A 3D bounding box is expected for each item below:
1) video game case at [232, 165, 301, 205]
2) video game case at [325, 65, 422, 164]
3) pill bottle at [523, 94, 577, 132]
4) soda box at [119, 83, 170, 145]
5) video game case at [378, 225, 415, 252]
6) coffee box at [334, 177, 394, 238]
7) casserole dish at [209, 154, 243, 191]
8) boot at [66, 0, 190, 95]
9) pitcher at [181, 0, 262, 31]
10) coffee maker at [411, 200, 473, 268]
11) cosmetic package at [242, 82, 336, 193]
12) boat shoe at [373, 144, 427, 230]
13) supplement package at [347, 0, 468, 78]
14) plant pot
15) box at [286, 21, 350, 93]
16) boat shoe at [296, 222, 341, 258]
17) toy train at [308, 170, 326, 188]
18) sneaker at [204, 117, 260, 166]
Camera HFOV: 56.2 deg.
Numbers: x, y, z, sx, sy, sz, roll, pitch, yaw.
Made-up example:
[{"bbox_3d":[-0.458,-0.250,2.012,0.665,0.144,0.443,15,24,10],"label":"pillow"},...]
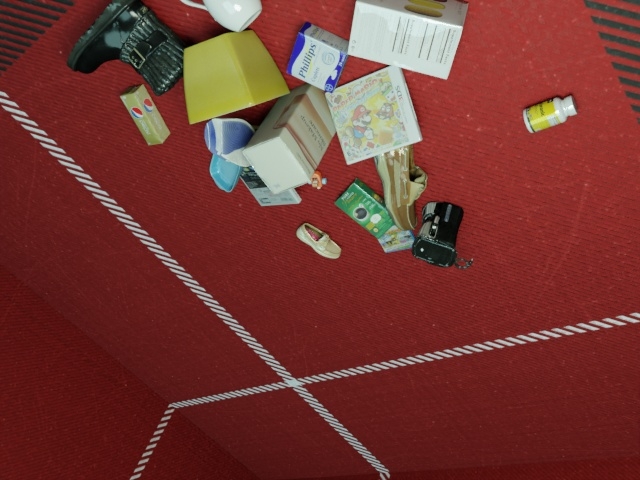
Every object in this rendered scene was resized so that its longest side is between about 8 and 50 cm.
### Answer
[{"bbox_3d":[-0.171,-0.183,1.900,0.190,0.022,0.173,0,135,46],"label":"video game case"},{"bbox_3d":[0.139,-0.332,1.596,0.226,0.026,0.207,-14,97,33],"label":"video game case"},{"bbox_3d":[0.567,-0.314,1.478,0.116,0.065,0.065,-17,124,33],"label":"pill bottle"},{"bbox_3d":[-0.541,-0.387,1.858,0.058,0.061,0.181,-4,130,25],"label":"soda box"},{"bbox_3d":[0.229,-0.033,1.924,0.119,0.015,0.166,-12,126,30],"label":"video game case"},{"bbox_3d":[0.147,-0.099,1.859,0.184,0.040,0.113,38,132,-6],"label":"coffee box"},{"bbox_3d":[-0.292,-0.238,1.897,0.114,0.037,0.188,45,140,14],"label":"casserole dish"},{"bbox_3d":[-0.535,-0.507,1.689,0.347,0.131,0.260,-26,119,38],"label":"boot"},{"bbox_3d":[-0.259,-0.610,1.489,0.207,0.125,0.177,46,135,-10],"label":"pitcher"},{"bbox_3d":[0.366,-0.013,1.769,0.171,0.178,0.120,35,137,-9],"label":"coffee maker"},{"bbox_3d":[-0.067,-0.281,1.599,0.129,0.296,0.153,-15,126,34],"label":"cosmetic package"},{"bbox_3d":[0.243,-0.164,1.718,0.119,0.123,0.324,-5,131,22],"label":"boat shoe"},{"bbox_3d":[0.204,-0.494,1.397,0.243,0.139,0.134,16,137,6],"label":"supplement package"},{"bbox_3d":[-0.239,-0.441,1.586,0.212,0.212,0.187,-8,107,29],"label":"plant pot"},{"bbox_3d":[-0.003,-0.471,1.551,0.137,0.072,0.126,24,136,-1],"label":"box"},{"bbox_3d":[0.000,0.000,2.015,0.170,0.063,0.059,30,142,-7],"label":"boat shoe"},{"bbox_3d":[-0.069,-0.204,1.857,0.166,0.046,0.125,5,133,18],"label":"toy train"},{"bbox_3d":[-0.241,-0.278,1.709,0.182,0.315,0.128,8,99,30],"label":"sneaker"}]
